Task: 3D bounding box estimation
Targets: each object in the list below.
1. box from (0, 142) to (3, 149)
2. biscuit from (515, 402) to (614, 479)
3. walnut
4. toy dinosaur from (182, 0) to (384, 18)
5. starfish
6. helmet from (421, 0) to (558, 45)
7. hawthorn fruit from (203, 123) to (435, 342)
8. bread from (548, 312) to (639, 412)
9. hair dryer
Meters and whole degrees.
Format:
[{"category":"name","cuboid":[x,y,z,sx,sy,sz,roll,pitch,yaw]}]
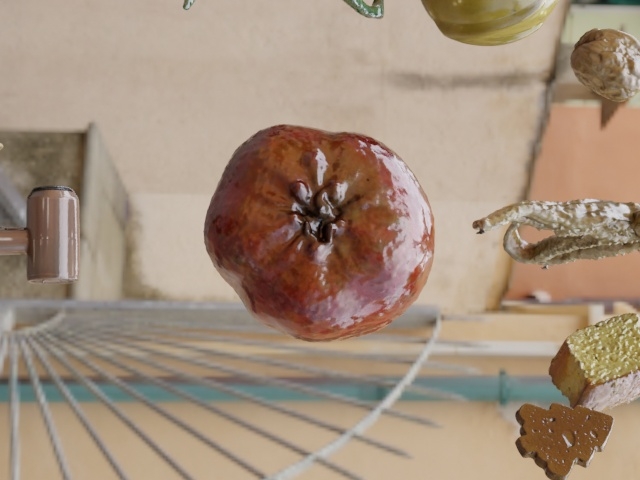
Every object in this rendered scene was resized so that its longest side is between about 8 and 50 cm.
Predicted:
[{"category":"box","cuboid":[-0.408,-0.070,1.161,0.177,0.111,0.111,-11,-104,51]},{"category":"biscuit","cuboid":[0.216,0.171,0.956,0.016,0.092,0.082,90,-21,-44]},{"category":"walnut","cuboid":[0.338,-0.204,1.260,0.082,0.096,0.079,-56,-176,39]},{"category":"toy dinosaur","cuboid":[-0.036,-0.285,1.251,0.447,0.087,0.301,-57,148,-40]},{"category":"starfish","cuboid":[0.377,-0.019,1.479,0.432,0.324,0.082,34,61,-76]},{"category":"helmet","cuboid":[0.227,-0.347,1.534,0.205,0.257,0.140,50,44,-71]},{"category":"hawthorn fruit","cuboid":[0.000,0.000,1.382,0.330,0.287,0.287,88,2,-79]},{"category":"bread","cuboid":[0.368,0.154,1.364,0.103,0.187,0.065,49,-35,43]},{"category":"hair dryer","cuboid":[-0.379,-0.004,1.292,0.064,0.181,0.117,144,-56,-77]}]
